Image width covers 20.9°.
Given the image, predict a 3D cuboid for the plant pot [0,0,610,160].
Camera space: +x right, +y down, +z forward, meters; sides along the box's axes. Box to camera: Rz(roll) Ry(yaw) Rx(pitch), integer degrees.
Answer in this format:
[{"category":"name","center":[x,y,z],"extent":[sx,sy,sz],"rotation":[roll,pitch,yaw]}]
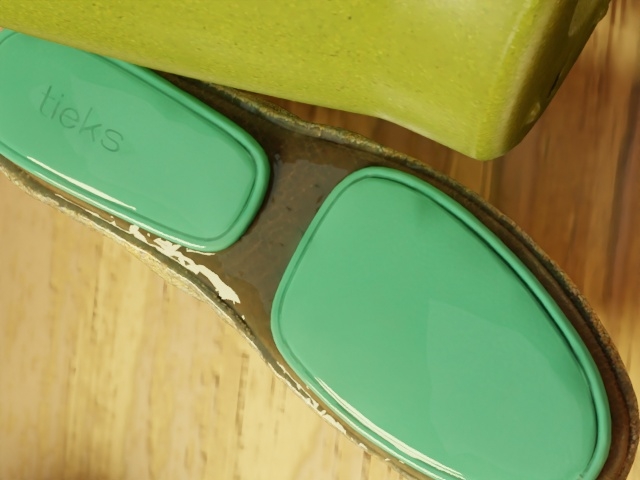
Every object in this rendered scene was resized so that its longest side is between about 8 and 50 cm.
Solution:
[{"category":"plant pot","center":[-0.035,-0.207,0.615],"extent":[0.353,0.366,0.366],"rotation":[28,101,8]}]

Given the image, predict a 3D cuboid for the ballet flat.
[{"category":"ballet flat","center":[0.000,0.000,0.704],"extent":[0.316,0.106,0.107],"rotation":[37,97,18]}]
